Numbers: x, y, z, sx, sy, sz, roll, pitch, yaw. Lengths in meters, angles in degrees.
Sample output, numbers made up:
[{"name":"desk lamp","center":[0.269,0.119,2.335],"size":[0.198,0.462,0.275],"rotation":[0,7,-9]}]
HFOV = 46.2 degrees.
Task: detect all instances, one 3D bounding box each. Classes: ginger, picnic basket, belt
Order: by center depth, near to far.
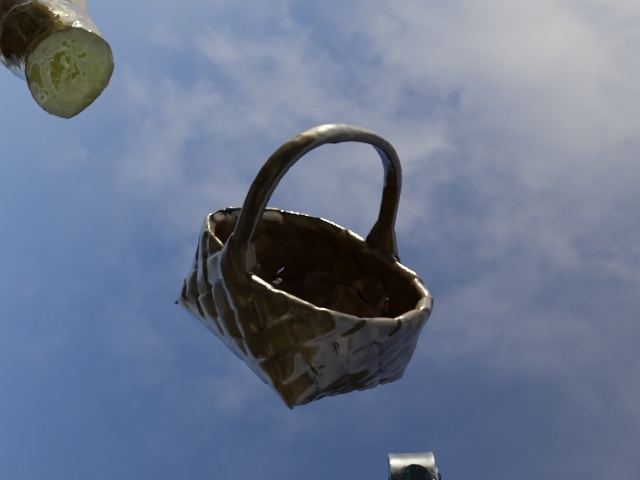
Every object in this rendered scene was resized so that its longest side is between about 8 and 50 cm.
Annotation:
[{"name":"ginger","center":[-0.307,-0.230,0.827],"size":[0.109,0.116,0.263],"rotation":[-60,-137,21]},{"name":"picnic basket","center":[0.000,0.000,0.972],"size":[0.337,0.293,0.338],"rotation":[4,-84,44]},{"name":"belt","center":[0.135,0.384,1.046],"size":[0.141,0.082,0.190],"rotation":[-86,172,-77]}]
